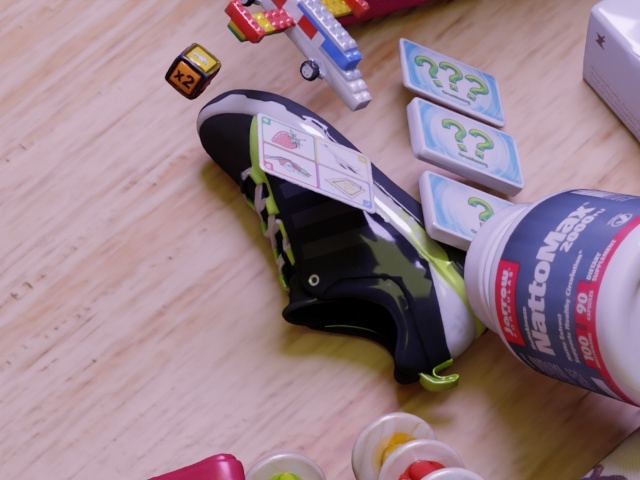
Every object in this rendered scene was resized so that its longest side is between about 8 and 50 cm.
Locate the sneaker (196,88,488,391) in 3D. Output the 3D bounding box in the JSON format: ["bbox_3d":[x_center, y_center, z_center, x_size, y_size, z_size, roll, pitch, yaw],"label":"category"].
[{"bbox_3d":[0.000,0.000,1.100,0.234,0.084,0.097,37,68,19],"label":"sneaker"}]

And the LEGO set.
[{"bbox_3d":[0.025,-0.094,1.083,0.244,0.060,0.182,20,40,-23],"label":"LEGO set"}]

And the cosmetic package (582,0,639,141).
[{"bbox_3d":[0.293,-0.141,1.177,0.231,0.085,0.117,-30,64,-13],"label":"cosmetic package"}]

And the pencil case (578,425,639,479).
[{"bbox_3d":[0.176,0.206,0.939,0.410,0.160,0.183,-38,60,-19],"label":"pencil case"}]

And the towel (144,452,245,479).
[{"bbox_3d":[-0.109,0.259,0.956,0.198,0.031,0.275,-18,61,11],"label":"towel"}]

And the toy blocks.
[{"bbox_3d":[0.028,0.149,0.982,0.123,0.148,0.054,-19,106,-10],"label":"toy blocks"}]

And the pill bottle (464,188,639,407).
[{"bbox_3d":[0.152,0.027,0.984,0.108,0.180,0.108,-2,96,-23],"label":"pill bottle"}]

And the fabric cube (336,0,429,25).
[{"bbox_3d":[0.082,-0.330,1.190,0.258,0.254,0.259,-16,61,-10],"label":"fabric cube"}]
